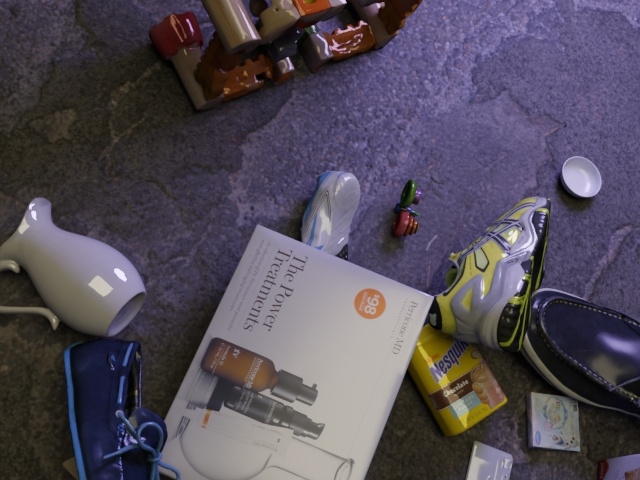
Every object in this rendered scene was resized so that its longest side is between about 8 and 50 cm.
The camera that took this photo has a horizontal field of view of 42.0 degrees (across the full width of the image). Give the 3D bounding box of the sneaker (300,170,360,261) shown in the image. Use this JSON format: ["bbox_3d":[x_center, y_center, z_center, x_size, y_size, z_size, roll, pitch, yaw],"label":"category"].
[{"bbox_3d":[0.000,0.000,1.354,0.085,0.086,0.237,27,74,-38],"label":"sneaker"}]

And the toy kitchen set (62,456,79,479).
[{"bbox_3d":[-0.294,0.412,1.094,0.207,0.122,0.166,37,62,20],"label":"toy kitchen set"}]

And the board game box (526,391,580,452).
[{"bbox_3d":[0.388,0.303,1.389,0.090,0.020,0.090,11,68,-16],"label":"board game box"}]

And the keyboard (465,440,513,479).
[{"bbox_3d":[0.244,0.446,1.296,0.072,0.014,0.256,21,65,-4],"label":"keyboard"}]

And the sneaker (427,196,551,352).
[{"bbox_3d":[0.286,0.029,1.354,0.147,0.145,0.385,7,29,23],"label":"sneaker"}]

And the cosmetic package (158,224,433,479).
[{"bbox_3d":[-0.038,0.203,1.190,0.284,0.097,0.377,22,72,3],"label":"cosmetic package"}]

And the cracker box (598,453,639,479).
[{"bbox_3d":[0.512,0.409,1.272,0.067,0.232,0.156,18,66,-10],"label":"cracker box"}]

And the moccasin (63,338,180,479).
[{"bbox_3d":[-0.251,0.245,1.054,0.117,0.138,0.342,-13,49,-13],"label":"moccasin"}]

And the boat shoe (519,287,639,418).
[{"bbox_3d":[0.551,0.218,1.392,0.500,0.156,0.187,30,59,-6],"label":"boat shoe"}]

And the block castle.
[{"bbox_3d":[-0.038,-0.413,1.363,0.453,0.303,0.213,-25,86,-24],"label":"block castle"}]

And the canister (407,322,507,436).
[{"bbox_3d":[0.209,0.212,1.336,0.126,0.073,0.170,-26,82,-25],"label":"canister"}]

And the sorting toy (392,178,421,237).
[{"bbox_3d":[0.155,-0.050,1.423,0.042,0.061,0.102,17,89,-12],"label":"sorting toy"}]

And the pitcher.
[{"bbox_3d":[-0.371,0.065,1.183,0.207,0.125,0.178,36,76,9],"label":"pitcher"}]

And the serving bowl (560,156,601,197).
[{"bbox_3d":[0.487,-0.116,1.572,0.083,0.027,0.083,6,69,-17],"label":"serving bowl"}]
